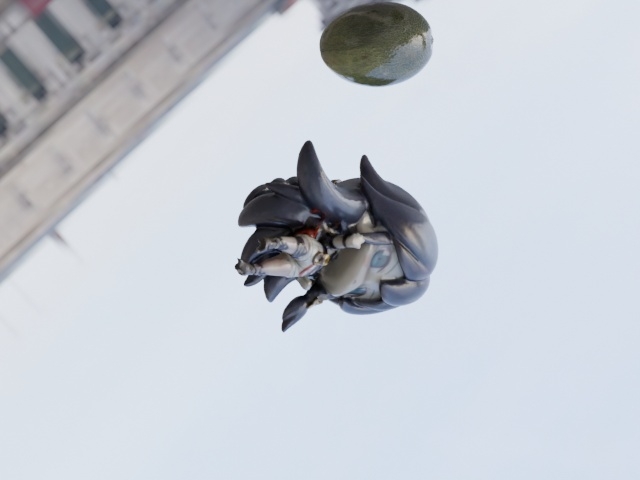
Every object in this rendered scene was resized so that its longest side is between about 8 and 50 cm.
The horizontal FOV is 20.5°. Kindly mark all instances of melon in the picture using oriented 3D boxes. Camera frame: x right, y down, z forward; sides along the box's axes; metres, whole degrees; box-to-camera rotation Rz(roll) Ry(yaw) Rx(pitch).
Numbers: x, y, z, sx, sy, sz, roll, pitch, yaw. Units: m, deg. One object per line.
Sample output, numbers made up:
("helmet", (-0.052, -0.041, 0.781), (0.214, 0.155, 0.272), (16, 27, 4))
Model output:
("melon", (0.064, -0.222, 2.003), (0.130, 0.098, 0.098), (-1, -152, 14))

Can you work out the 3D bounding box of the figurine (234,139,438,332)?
("figurine", (0.015, -0.004, 2.116), (0.175, 0.265, 0.197), (-23, -131, 43))
